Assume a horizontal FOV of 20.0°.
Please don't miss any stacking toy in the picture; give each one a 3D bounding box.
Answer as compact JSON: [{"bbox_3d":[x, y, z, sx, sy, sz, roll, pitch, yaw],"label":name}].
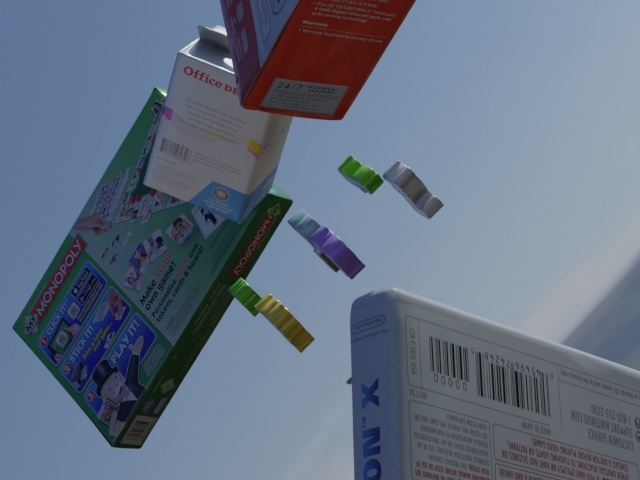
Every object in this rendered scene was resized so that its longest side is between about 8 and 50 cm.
[{"bbox_3d":[0.000,0.000,1.522,0.167,0.052,0.221,-45,17,-4],"label":"stacking toy"}]

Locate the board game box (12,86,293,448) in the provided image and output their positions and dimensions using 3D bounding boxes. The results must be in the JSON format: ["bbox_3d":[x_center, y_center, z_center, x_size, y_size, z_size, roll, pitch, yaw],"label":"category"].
[{"bbox_3d":[-0.182,0.028,1.900,0.046,0.213,0.317,15,-67,-49],"label":"board game box"}]

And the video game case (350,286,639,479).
[{"bbox_3d":[0.141,0.204,0.970,0.036,0.300,0.329,-21,-29,40],"label":"video game case"}]

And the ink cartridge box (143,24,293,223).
[{"bbox_3d":[-0.075,-0.106,1.512,0.090,0.092,0.143,-50,-19,-62],"label":"ink cartridge box"}]

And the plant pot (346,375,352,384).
[{"bbox_3d":[0.077,0.135,1.561,0.083,0.079,0.083,-29,-9,-5],"label":"plant pot"}]

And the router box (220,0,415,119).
[{"bbox_3d":[0.008,-0.307,1.261,0.082,0.335,0.301,6,-40,-24],"label":"router box"}]
